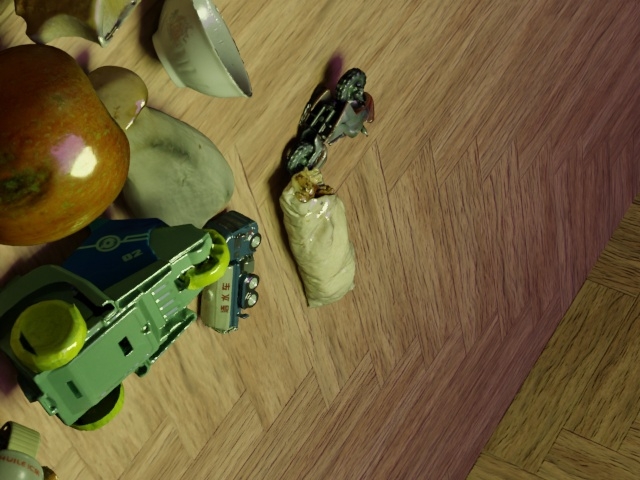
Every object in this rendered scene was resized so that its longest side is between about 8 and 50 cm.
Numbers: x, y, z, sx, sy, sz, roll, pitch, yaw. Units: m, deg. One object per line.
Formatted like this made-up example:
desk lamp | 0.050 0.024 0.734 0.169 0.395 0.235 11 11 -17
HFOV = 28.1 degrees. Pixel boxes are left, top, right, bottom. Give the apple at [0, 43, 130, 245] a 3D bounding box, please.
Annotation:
apple | -0.330 -0.099 1.438 0.207 0.237 0.237 -35 146 -7

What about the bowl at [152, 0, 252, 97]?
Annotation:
bowl | -0.171 -0.260 1.725 0.086 0.189 0.189 -25 152 10

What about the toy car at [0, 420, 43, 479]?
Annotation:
toy car | -0.423 0.335 1.648 0.145 0.235 0.235 26 86 -20

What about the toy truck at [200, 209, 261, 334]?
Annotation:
toy truck | -0.152 0.055 2.052 0.088 0.074 0.202 -24 131 -42

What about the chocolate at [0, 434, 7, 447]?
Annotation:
chocolate | -0.461 0.246 1.570 0.125 0.148 0.080 36 75 -23

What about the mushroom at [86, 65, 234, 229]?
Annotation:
mushroom | -0.230 -0.109 1.726 0.329 0.122 0.159 48 58 -60

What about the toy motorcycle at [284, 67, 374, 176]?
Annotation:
toy motorcycle | 0.018 -0.191 2.166 0.213 0.082 0.122 -54 146 1

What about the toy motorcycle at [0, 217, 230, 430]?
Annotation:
toy motorcycle | -0.286 0.075 1.704 0.326 0.200 0.191 -44 146 -20

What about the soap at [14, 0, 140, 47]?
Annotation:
soap | -0.256 -0.428 1.393 0.339 0.169 0.304 74 35 -50

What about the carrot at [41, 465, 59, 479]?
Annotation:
carrot | -0.456 0.423 1.773 0.260 0.070 0.070 -52 149 -33

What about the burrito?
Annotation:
burrito | 0.000 0.000 2.250 0.117 0.076 0.392 -35 148 -13
